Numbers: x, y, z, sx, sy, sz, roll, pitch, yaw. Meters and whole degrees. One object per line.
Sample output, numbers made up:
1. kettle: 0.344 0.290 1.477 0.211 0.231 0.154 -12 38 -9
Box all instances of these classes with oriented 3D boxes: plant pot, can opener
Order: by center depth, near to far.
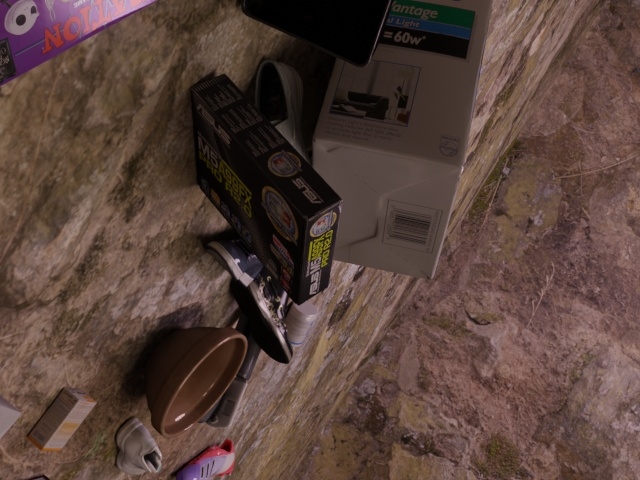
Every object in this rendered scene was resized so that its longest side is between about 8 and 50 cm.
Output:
1. plant pot: 0.031 -0.371 1.040 0.167 0.187 0.188 -55 168 -51
2. plant pot: -0.255 0.246 1.494 0.237 0.110 0.237 -49 161 -23
3. can opener: -0.178 0.262 1.666 0.093 0.074 0.280 71 39 -62

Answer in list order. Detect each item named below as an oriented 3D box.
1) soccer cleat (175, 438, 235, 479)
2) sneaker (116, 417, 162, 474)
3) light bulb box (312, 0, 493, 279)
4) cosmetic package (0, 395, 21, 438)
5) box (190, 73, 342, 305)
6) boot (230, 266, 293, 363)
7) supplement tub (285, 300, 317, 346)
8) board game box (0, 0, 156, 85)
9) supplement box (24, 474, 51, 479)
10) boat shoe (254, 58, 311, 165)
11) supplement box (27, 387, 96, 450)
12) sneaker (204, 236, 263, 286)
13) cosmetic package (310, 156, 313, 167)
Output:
1. soccer cleat: -0.300 0.584 2.069 0.248 0.083 0.095 13 81 -66
2. sneaker: -0.358 0.443 1.602 0.080 0.094 0.212 -47 161 -30
3. light bulb box: 0.131 -0.186 1.333 0.358 0.225 0.361 91 13 -61
4. cosmetic package: -0.503 0.292 1.006 0.239 0.060 0.099 -51 164 -14
5. box: -0.083 -0.068 1.107 0.060 0.270 0.216 -31 154 -23
6. boot: -0.077 0.125 1.661 0.178 0.085 0.236 -47 127 -35
7. supplement tub: -0.058 0.211 2.010 0.071 0.071 0.107 -24 146 -59
8. board game box: -0.209 -0.298 0.740 0.347 0.056 0.208 -44 163 -34
9. supplement box: -0.501 0.457 1.274 0.104 0.081 0.188 -57 162 4
10. boat shoe: -0.068 -0.161 1.180 0.081 0.079 0.227 18 66 -59
11. supplement box: -0.415 0.288 1.269 0.098 0.036 0.062 -53 162 -6
12. sneaker: -0.115 -0.003 1.422 0.163 0.086 0.226 -43 171 -3
13. cosmetic package: 0.133 -0.184 1.658 0.385 0.156 0.217 -50 164 -20
